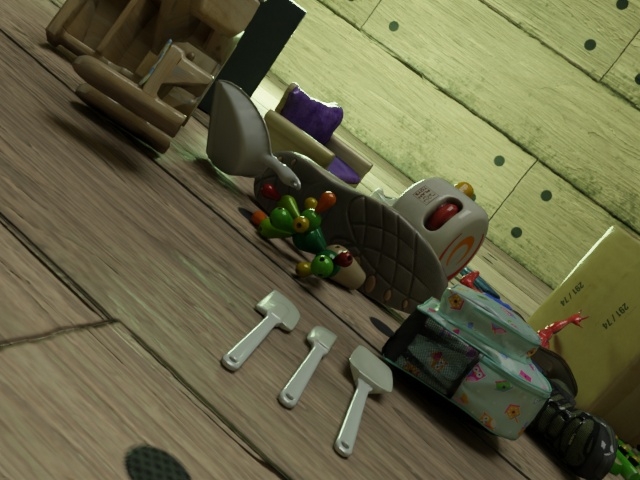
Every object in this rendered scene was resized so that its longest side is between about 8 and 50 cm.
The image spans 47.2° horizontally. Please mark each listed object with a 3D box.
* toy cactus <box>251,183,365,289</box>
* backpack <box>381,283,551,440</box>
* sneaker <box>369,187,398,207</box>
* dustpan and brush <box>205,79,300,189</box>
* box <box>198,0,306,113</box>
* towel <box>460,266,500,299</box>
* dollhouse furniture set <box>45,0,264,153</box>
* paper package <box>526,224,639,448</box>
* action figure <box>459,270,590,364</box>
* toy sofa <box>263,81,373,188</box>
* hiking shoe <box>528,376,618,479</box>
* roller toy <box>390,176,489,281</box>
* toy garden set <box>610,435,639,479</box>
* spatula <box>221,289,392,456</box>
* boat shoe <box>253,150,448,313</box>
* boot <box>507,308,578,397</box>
[{"bbox_3d":[0.000,0.000,1.024,0.180,0.112,0.219,41,-1,-32],"label":"toy cactus"},{"bbox_3d":[0.189,0.145,0.884,0.188,0.144,0.166,43,8,12],"label":"backpack"},{"bbox_3d":[0.186,-0.073,1.844,0.152,0.061,0.054,38,11,-2],"label":"sneaker"},{"bbox_3d":[-0.101,-0.136,1.112,0.060,0.147,0.211,-10,43,-30],"label":"dustpan and brush"},{"bbox_3d":[-0.231,-0.480,1.654,0.212,0.294,0.395,30,14,-24],"label":"box"},{"bbox_3d":[0.391,0.110,1.803,0.067,0.029,0.119,29,14,-31],"label":"towel"},{"bbox_3d":[-0.237,-0.339,1.046,0.256,0.362,0.394,33,-13,-13],"label":"dollhouse furniture set"},{"bbox_3d":[0.586,0.175,1.411,0.168,0.325,0.309,31,14,-22],"label":"paper package"},{"bbox_3d":[0.406,0.152,1.428,0.280,0.139,0.092,-128,-157,-48],"label":"action figure"},{"bbox_3d":[-0.001,-0.178,1.454,0.150,0.177,0.362,39,12,11],"label":"toy sofa"},{"bbox_3d":[0.318,0.252,1.017,0.114,0.086,0.227,20,10,-12],"label":"hiking shoe"},{"bbox_3d":[0.210,-0.019,1.395,0.146,0.209,0.191,43,23,28],"label":"roller toy"},{"bbox_3d":[0.532,0.377,1.169,0.244,0.049,0.204,30,14,-29],"label":"toy garden set"},{"bbox_3d":[-0.005,0.121,0.724,0.168,0.019,0.242,38,12,2],"label":"spatula"},{"bbox_3d":[0.059,-0.022,1.154,0.355,0.132,0.130,41,13,13],"label":"boat shoe"},{"bbox_3d":[0.365,0.229,1.269,0.219,0.082,0.106,45,37,-11],"label":"boot"}]
